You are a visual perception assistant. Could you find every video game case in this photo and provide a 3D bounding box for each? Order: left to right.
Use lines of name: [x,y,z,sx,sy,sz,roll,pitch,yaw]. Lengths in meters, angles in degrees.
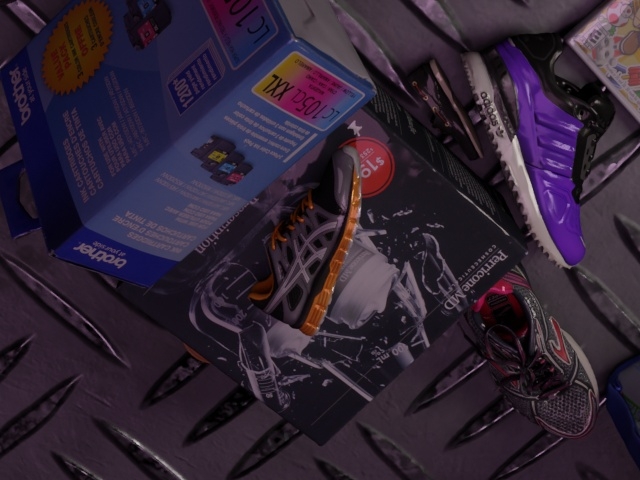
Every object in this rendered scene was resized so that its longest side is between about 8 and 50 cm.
video game case: [0.429,-0.222,1.321,0.206,0.026,0.227,-42,108,15]

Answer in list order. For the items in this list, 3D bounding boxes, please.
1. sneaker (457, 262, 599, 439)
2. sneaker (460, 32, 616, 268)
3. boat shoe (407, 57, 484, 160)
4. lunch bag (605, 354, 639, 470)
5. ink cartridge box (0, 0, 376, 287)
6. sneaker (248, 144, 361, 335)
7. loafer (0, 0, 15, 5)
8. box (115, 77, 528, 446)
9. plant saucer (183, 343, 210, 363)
sneaker: [0.250,0.140,1.428,0.121,0.112,0.299,-33,111,12]
sneaker: [0.278,-0.106,1.326,0.146,0.102,0.293,-23,112,8]
boat shoe: [0.147,-0.146,1.337,0.042,0.049,0.133,-29,109,16]
lunch bag: [0.561,0.237,1.364,0.386,0.328,0.238,-6,112,0]
ink cartridge box: [-0.170,-0.141,1.185,0.395,0.270,0.151,-40,144,22]
sneaker: [-0.012,-0.001,1.185,0.083,0.084,0.214,18,112,-3]
loafer: [-0.274,-0.324,1.238,0.303,0.095,0.109,-16,71,4]
box: [0.000,0.000,1.325,0.312,0.179,0.343,39,107,-17]
plant saucer: [-0.135,0.120,1.463,0.084,0.013,0.083,-1,113,-1]
